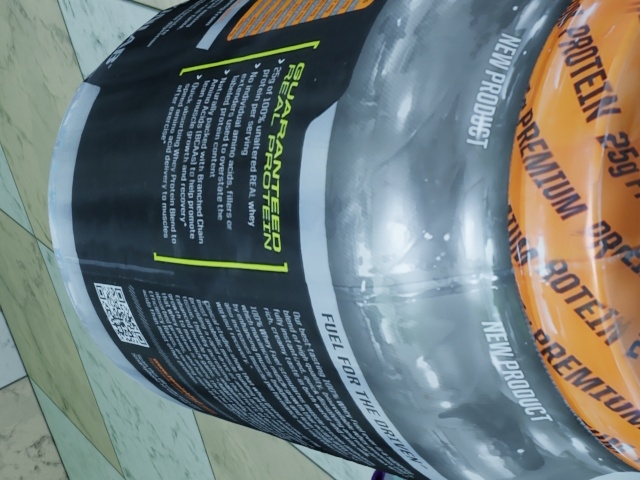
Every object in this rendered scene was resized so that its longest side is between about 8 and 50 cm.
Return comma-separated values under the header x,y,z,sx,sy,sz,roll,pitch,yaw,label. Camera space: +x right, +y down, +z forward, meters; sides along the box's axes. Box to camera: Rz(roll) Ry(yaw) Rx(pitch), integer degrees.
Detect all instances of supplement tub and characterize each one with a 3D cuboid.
x,y,z,sx,sy,sz,roll,pitch,yaw,label
0.044,-0.013,0.482,0.338,0.207,0.207,4,118,58,supplement tub

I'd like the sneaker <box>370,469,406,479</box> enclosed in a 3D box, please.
x,y,z,sx,sy,sz,roll,pitch,yaw,label
0.073,0.262,1.132,0.223,0.083,0.098,107,153,-52,sneaker
